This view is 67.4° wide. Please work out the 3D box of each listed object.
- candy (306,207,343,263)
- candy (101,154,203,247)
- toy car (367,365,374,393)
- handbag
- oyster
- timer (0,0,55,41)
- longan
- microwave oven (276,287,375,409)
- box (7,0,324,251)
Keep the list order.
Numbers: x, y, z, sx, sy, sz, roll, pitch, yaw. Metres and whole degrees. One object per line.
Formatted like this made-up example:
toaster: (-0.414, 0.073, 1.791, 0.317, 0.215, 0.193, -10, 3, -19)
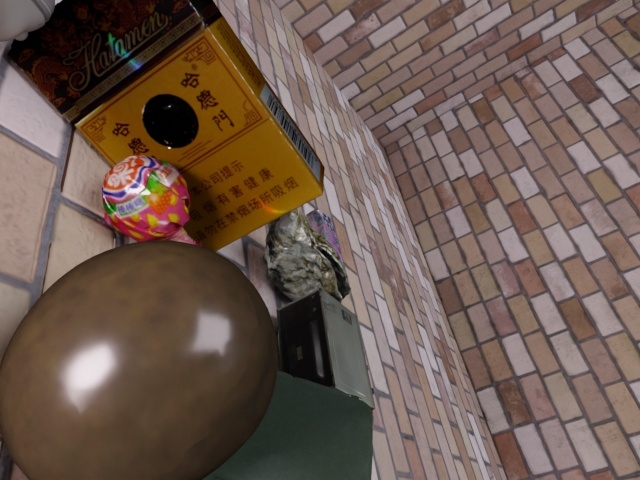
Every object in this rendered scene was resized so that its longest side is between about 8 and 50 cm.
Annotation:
candy: (0.000, 0.000, 1.281, 0.092, 0.073, 0.160, 36, 33, -48)
candy: (-0.197, 0.023, 0.759, 0.124, 0.124, 0.365, -94, 158, -48)
toy car: (0.059, 0.300, 1.053, 0.165, 0.062, 0.071, 42, 29, -48)
handbag: (-0.054, 0.285, 0.601, 0.247, 0.079, 0.260, 21, 29, -5)
oyster: (-0.043, 0.044, 0.982, 0.112, 0.198, 0.268, -45, 117, -31)
timer: (-0.403, -0.321, 0.474, 0.315, 0.290, 0.291, 44, 22, -78)
longan: (-0.170, 0.121, 0.481, 0.258, 0.258, 0.258, 50, 23, -31)
microwave oven: (0.000, 0.224, 0.913, 0.163, 0.129, 0.205, 41, 28, -41)
box: (-0.210, -0.193, 0.739, 0.415, 0.264, 0.116, 54, 22, -28)
